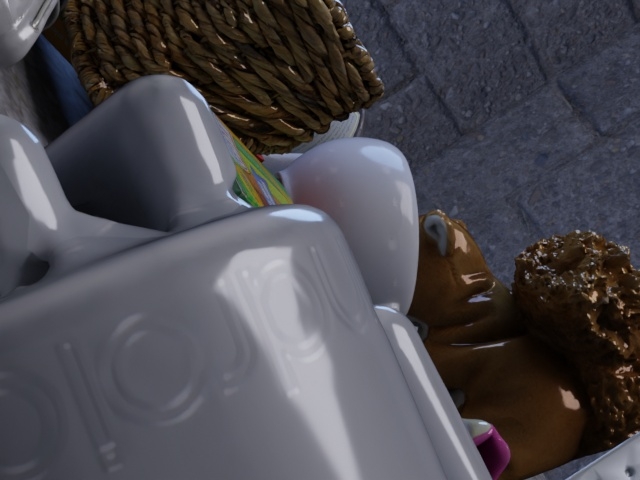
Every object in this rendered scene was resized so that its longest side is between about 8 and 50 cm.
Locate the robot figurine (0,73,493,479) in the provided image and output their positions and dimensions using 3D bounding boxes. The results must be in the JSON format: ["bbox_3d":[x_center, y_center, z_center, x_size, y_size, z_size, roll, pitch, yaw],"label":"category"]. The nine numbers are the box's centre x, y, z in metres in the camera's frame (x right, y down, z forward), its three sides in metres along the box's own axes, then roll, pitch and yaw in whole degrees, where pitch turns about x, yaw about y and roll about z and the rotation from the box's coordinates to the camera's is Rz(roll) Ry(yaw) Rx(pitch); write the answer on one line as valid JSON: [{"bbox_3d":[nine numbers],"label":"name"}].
[{"bbox_3d":[-0.047,0.124,0.430,0.300,0.200,0.353,-22,88,-37],"label":"robot figurine"}]

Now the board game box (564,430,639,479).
[{"bbox_3d":[0.352,0.430,1.248,0.390,0.390,0.050,59,-26,12],"label":"board game box"}]

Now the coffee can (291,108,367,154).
[{"bbox_3d":[-0.082,-0.221,1.642,0.275,0.201,0.201,48,12,-49],"label":"coffee can"}]

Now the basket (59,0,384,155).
[{"bbox_3d":[-0.099,-0.201,1.106,0.213,0.223,0.299,54,7,-46],"label":"basket"}]

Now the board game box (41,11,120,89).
[{"bbox_3d":[-0.175,-0.168,1.104,0.259,0.039,0.124,43,30,22],"label":"board game box"}]

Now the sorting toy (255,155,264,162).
[{"bbox_3d":[-0.129,-0.092,1.259,0.255,0.089,0.257,49,11,-45],"label":"sorting toy"}]

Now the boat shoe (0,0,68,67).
[{"bbox_3d":[-0.253,-0.219,0.999,0.088,0.096,0.267,58,8,-25],"label":"boat shoe"}]

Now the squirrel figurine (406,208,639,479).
[{"bbox_3d":[0.245,0.120,1.565,0.281,0.397,0.370,14,56,-69],"label":"squirrel figurine"}]

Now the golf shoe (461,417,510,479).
[{"bbox_3d":[0.079,0.254,0.806,0.115,0.140,0.306,48,32,-51],"label":"golf shoe"}]

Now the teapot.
[{"bbox_3d":[0.000,0.000,1.382,0.256,0.187,0.252,177,-88,-78],"label":"teapot"}]

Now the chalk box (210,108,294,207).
[{"bbox_3d":[-0.107,-0.019,0.955,0.213,0.132,0.132,47,13,-53],"label":"chalk box"}]
